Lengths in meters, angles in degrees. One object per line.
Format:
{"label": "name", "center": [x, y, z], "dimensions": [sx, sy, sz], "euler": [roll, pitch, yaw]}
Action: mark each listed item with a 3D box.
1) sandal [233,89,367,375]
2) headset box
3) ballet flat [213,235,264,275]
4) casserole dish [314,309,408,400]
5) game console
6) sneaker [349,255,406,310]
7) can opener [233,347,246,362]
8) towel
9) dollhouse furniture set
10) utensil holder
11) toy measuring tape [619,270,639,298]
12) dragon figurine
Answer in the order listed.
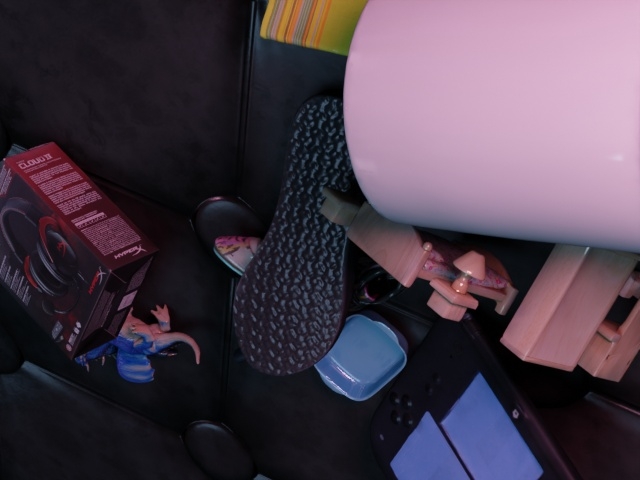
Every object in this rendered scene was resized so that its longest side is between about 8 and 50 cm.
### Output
{"label": "sandal", "center": [0.002, 0.000, 1.985], "dimensions": [0.168, 0.107, 0.445], "euler": [29, 117, 21]}
{"label": "headset box", "center": [-0.418, 0.006, 2.229], "dimensions": [0.293, 0.110, 0.218], "euler": [45, 130, 17]}
{"label": "ballet flat", "center": [-0.055, 0.050, 2.105], "dimensions": [0.221, 0.077, 0.079], "euler": [41, 117, -6]}
{"label": "casserole dish", "center": [0.064, 0.170, 2.134], "dimensions": [0.114, 0.037, 0.188], "euler": [41, 136, 0]}
{"label": "game console", "center": [0.220, 0.332, 2.010], "dimensions": [0.386, 0.060, 0.342], "euler": [58, 144, 29]}
{"label": "sneaker", "center": [0.071, 0.062, 2.017], "dimensions": [0.072, 0.077, 0.178], "euler": [49, 136, -6]}
{"label": "can opener", "center": [-0.069, 0.161, 2.213], "dimensions": [0.059, 0.073, 0.186], "euler": [16, 150, -31]}
{"label": "towel", "center": [0.041, -0.280, 1.775], "dimensions": [0.237, 0.021, 0.102], "euler": [16, 88, 23]}
{"label": "dollhouse furniture set", "center": [0.229, -0.001, 1.810], "dimensions": [0.355, 0.303, 0.173], "euler": [42, 108, 44]}
{"label": "utensil holder", "center": [0.265, -0.148, 1.555], "dimensions": [0.386, 0.327, 0.327], "euler": [5, 125, 33]}
{"label": "toy measuring tape", "center": [0.503, 0.172, 1.786], "dimensions": [0.330, 0.121, 0.121], "euler": [38, 135, 4]}
{"label": "dragon figurine", "center": [-0.297, 0.178, 2.347], "dimensions": [0.289, 0.085, 0.144], "euler": [15, 130, 25]}
